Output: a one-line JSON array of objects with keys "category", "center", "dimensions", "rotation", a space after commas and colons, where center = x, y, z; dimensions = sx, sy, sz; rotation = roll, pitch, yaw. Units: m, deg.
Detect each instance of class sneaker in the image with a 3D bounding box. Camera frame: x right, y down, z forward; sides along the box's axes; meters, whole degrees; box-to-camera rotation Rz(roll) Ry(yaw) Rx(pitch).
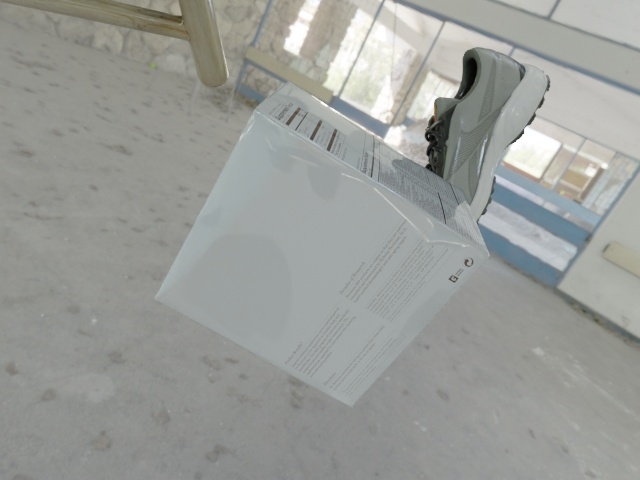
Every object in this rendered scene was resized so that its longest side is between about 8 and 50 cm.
[{"category": "sneaker", "center": [0.160, -0.100, 0.579], "dimensions": [0.108, 0.272, 0.100], "rotation": [26, 0, -10]}]

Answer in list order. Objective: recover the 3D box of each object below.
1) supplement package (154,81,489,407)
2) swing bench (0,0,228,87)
[{"category": "supplement package", "center": [0.000, 0.000, 0.445], "dimensions": [0.203, 0.194, 0.149], "rotation": [31, 25, -8]}, {"category": "swing bench", "center": [-0.113, -0.272, 0.253], "dimensions": [0.165, 0.255, 0.253], "rotation": [6, 51, -16]}]
